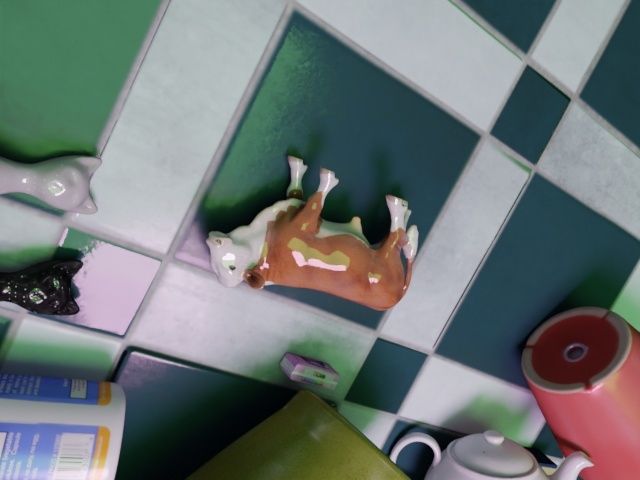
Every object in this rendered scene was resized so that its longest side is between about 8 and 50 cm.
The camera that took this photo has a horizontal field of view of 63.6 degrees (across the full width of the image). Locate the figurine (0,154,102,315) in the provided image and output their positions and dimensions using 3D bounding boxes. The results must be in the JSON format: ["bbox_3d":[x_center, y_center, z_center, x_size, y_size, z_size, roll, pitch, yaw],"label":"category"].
[{"bbox_3d":[-0.361,-0.016,0.569,0.210,0.092,0.214,10,103,-33],"label":"figurine"}]

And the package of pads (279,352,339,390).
[{"bbox_3d":[-0.017,0.202,0.798,0.083,0.050,0.031,22,92,-27],"label":"package of pads"}]

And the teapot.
[{"bbox_3d":[0.295,0.430,0.916,0.256,0.253,0.186,-3,96,-34],"label":"teapot"}]

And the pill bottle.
[{"bbox_3d":[-0.382,0.231,0.597,0.272,0.152,0.152,13,102,-25],"label":"pill bottle"}]

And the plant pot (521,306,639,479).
[{"bbox_3d":[0.517,0.271,0.942,0.275,0.275,0.243,-43,110,-4],"label":"plant pot"}]

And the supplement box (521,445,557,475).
[{"bbox_3d":[0.431,0.484,1.078,0.083,0.056,0.083,19,99,-27],"label":"supplement box"}]

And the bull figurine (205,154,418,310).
[{"bbox_3d":[0.000,0.000,0.709,0.311,0.101,0.188,18,98,-26],"label":"bull figurine"}]

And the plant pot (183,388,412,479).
[{"bbox_3d":[-0.052,0.414,0.715,0.353,0.367,0.366,-48,119,-16],"label":"plant pot"}]
